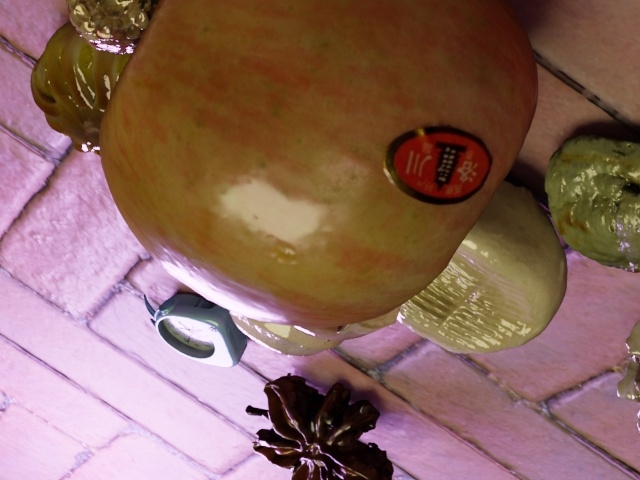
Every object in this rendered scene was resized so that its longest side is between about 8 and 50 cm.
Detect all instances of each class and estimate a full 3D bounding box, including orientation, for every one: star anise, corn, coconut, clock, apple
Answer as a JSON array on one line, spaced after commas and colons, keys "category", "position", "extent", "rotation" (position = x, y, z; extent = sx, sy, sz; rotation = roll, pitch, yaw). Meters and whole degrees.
[{"category": "star anise", "position": [0.013, 0.269, 2.422], "extent": [0.220, 0.126, 0.190], "rotation": [56, 146, 8]}, {"category": "corn", "position": [-0.195, -0.234, 1.801], "extent": [0.098, 0.098, 0.290], "rotation": [31, -176, -5]}, {"category": "coconut", "position": [-0.017, 0.037, 2.092], "extent": [0.171, 0.171, 0.183], "rotation": [28, 108, -1]}, {"category": "clock", "position": [-0.174, 0.113, 2.404], "extent": [0.147, 0.045, 0.108], "rotation": [12, 143, 23]}, {"category": "apple", "position": [-0.010, -0.114, 1.668], "extent": [0.346, 0.391, 0.391], "rotation": [31, 146, -7]}]

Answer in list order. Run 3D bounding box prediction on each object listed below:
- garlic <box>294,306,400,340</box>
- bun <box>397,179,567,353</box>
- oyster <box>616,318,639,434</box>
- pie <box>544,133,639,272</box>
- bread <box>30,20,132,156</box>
[{"category": "garlic", "position": [-0.004, -0.002, 1.955], "extent": [0.148, 0.267, 0.128], "rotation": [-31, 159, 11]}, {"category": "bun", "position": [0.157, 0.010, 1.950], "extent": [0.229, 0.145, 0.229], "rotation": [10, 140, 9]}, {"category": "oyster", "position": [0.475, 0.139, 1.918], "extent": [0.351, 0.115, 0.238], "rotation": [-7, 135, 37]}, {"category": "pie", "position": [0.346, -0.017, 1.824], "extent": [0.248, 0.090, 0.201], "rotation": [10, 148, 31]}, {"category": "bread", "position": [-0.230, -0.158, 2.030], "extent": [0.213, 0.105, 0.213], "rotation": [16, 146, 11]}]
